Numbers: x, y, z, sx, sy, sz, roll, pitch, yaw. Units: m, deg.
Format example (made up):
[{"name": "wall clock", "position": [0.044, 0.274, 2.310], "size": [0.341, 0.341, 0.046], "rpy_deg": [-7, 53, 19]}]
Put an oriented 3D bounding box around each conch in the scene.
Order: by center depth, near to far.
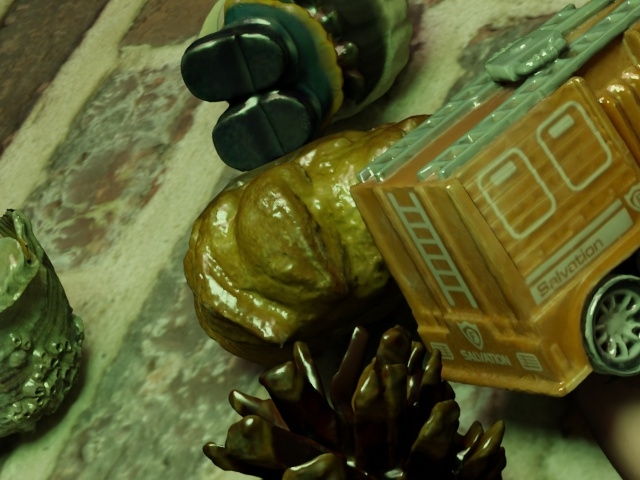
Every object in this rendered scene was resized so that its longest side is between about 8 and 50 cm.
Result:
[{"name": "conch", "position": [-0.277, 0.072, 1.437], "size": [0.162, 0.245, 0.178], "rpy_deg": [0, 48, -26]}]

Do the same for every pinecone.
[{"name": "pinecone", "position": [0.023, 0.163, 1.122], "size": [0.202, 0.201, 0.229], "rpy_deg": [-26, 9, -19]}]

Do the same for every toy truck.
[{"name": "toy truck", "position": [0.217, -0.073, 1.198], "size": [0.387, 0.207, 0.173], "rpy_deg": [-39, 18, -23]}]

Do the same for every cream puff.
[{"name": "cream puff", "position": [0.000, 0.000, 1.311], "size": [0.241, 0.155, 0.269], "rpy_deg": [-22, -12, -24]}]

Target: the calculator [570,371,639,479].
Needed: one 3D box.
[{"name": "calculator", "position": [0.307, 0.113, 1.110], "size": [0.220, 0.048, 0.330], "rpy_deg": [-34, 39, -8]}]

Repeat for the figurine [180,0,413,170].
[{"name": "figurine", "position": [-0.011, -0.168, 1.487], "size": [0.204, 0.185, 0.332], "rpy_deg": [-22, 15, 1]}]
